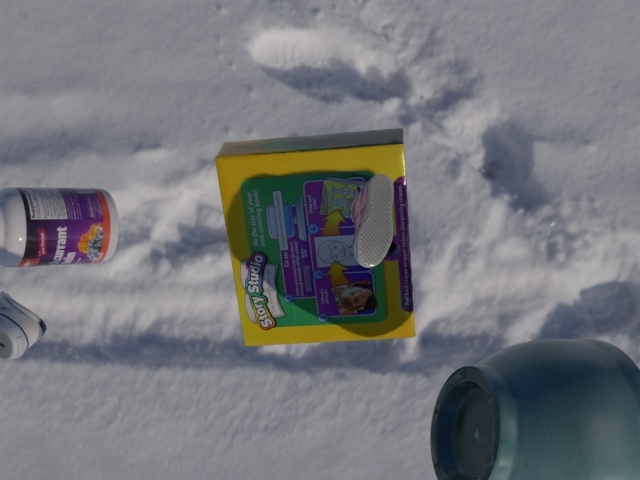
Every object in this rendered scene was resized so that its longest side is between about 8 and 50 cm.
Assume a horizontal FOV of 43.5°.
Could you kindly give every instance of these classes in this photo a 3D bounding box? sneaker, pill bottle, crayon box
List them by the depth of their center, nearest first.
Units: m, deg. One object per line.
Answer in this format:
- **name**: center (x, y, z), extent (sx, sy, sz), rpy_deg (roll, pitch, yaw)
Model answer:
- **pill bottle**: center (-0.384, -0.018, 1.090), extent (0.193, 0.108, 0.108), rpy_deg (-2, 61, -37)
- **sneaker**: center (0.068, -0.021, 1.121), extent (0.051, 0.070, 0.134), rpy_deg (15, 72, -15)
- **sneaker**: center (-0.579, 0.118, 1.356), extent (0.258, 0.094, 0.091), rpy_deg (29, 27, 16)
- **crayon box**: center (0.000, 0.000, 1.403), extent (0.313, 0.363, 0.106), rpy_deg (-3, 23, 6)

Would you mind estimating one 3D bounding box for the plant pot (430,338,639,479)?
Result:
- **plant pot**: center (0.270, 0.264, 1.062), extent (0.196, 0.293, 0.293), rpy_deg (11, 61, -20)
